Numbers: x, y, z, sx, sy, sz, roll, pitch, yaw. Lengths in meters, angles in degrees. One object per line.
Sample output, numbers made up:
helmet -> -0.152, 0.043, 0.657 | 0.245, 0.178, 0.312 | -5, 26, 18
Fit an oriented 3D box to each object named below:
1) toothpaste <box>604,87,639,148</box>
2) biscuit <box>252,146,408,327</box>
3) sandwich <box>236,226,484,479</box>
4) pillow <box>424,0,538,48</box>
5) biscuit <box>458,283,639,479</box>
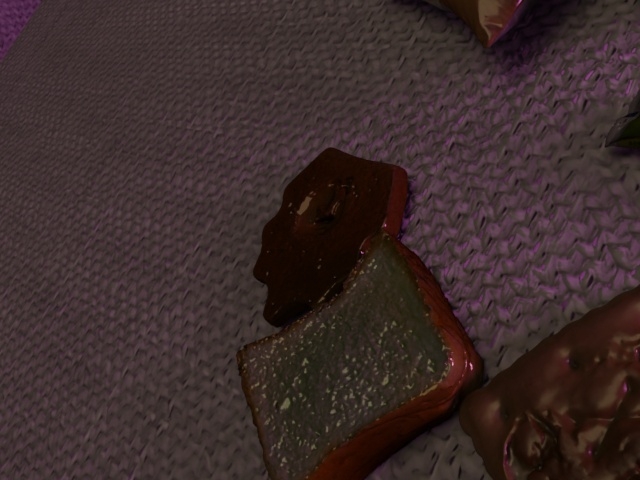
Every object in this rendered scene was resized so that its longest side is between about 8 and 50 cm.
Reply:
toothpaste -> 0.341, -0.086, 0.546 | 0.248, 0.047, 0.078 | 20, 72, 50
biscuit -> 0.002, 0.001, 0.801 | 0.182, 0.034, 0.215 | 24, 82, 49
sandwich -> 0.028, 0.118, 0.669 | 0.215, 0.065, 0.186 | -39, 42, 16
pillow -> 0.214, -0.376, 0.803 | 0.310, 0.119, 0.312 | -48, 35, 10
biscuit -> 0.230, 0.179, 0.459 | 0.217, 0.044, 0.324 | -39, 43, 17
